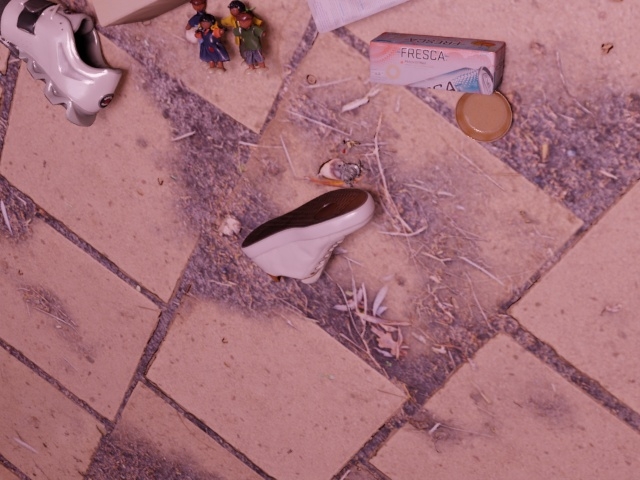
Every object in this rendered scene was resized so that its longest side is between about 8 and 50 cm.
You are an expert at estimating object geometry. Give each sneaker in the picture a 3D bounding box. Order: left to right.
[{"bbox_3d":[-0.471,-0.370,1.333,0.146,0.122,0.330,-42,92,21],"label":"sneaker"},{"bbox_3d":[0.000,0.000,1.295,0.290,0.106,0.123,-19,117,44],"label":"sneaker"}]

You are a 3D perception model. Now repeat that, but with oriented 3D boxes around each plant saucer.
[{"bbox_3d":[0.235,-0.182,1.096,0.083,0.015,0.083,14,124,22],"label":"plant saucer"}]

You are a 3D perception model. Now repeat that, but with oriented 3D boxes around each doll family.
[{"bbox_3d":[-0.150,-0.325,1.192,0.193,0.076,0.111,6,125,30],"label":"doll family"}]

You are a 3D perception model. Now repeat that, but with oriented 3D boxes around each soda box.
[{"bbox_3d":[0.161,-0.250,1.070,0.183,0.058,0.063,12,123,24],"label":"soda box"}]

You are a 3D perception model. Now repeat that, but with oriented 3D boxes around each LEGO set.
[{"bbox_3d":[0.046,-0.121,1.234,0.054,0.023,0.083,-7,114,32],"label":"LEGO set"}]

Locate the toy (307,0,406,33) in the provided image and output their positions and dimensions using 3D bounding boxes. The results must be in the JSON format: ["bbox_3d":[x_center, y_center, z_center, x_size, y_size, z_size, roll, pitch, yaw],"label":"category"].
[{"bbox_3d":[0.085,-0.387,1.033,0.237,0.056,0.136,-13,107,29],"label":"toy"}]

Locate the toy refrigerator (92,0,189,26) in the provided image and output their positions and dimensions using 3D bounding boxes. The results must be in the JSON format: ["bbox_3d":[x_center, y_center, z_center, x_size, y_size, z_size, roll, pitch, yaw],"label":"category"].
[{"bbox_3d":[-0.229,-0.405,1.138,0.270,0.102,0.094,-7,105,42],"label":"toy refrigerator"}]
